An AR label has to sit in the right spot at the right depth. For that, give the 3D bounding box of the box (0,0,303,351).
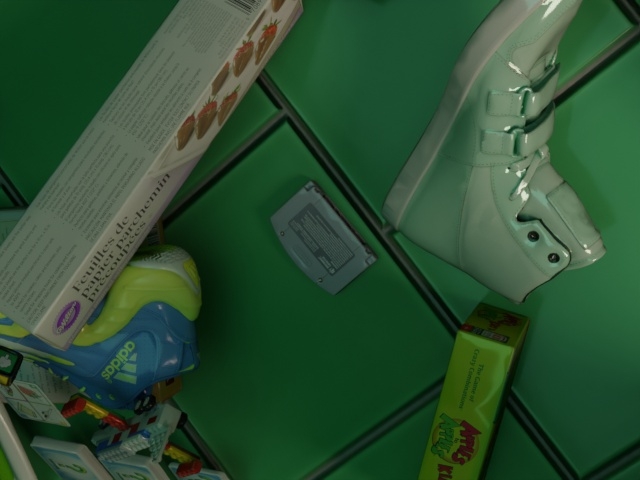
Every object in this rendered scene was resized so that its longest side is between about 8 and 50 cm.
[{"bbox_3d":[-0.129,-0.073,0.791,0.067,0.063,0.324,30,80,17],"label":"box"}]

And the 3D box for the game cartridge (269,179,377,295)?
[{"bbox_3d":[0.000,0.000,0.860,0.056,0.017,0.083,-40,85,17],"label":"game cartridge"}]

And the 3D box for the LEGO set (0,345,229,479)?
[{"bbox_3d":[-0.175,0.167,0.848,0.182,0.060,0.244,7,146,17],"label":"LEGO set"}]

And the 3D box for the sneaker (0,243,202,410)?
[{"bbox_3d":[-0.202,0.085,0.850,0.240,0.091,0.126,-12,96,18],"label":"sneaker"}]

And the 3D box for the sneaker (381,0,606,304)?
[{"bbox_3d":[0.154,-0.067,0.728,0.151,0.094,0.256,37,134,13],"label":"sneaker"}]

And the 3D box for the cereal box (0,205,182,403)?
[{"bbox_3d":[-0.246,0.055,0.935,0.240,0.047,0.173,-2,99,19],"label":"cereal box"}]

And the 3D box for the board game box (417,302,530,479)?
[{"bbox_3d":[0.109,0.147,0.807,0.043,0.092,0.181,16,104,14],"label":"board game box"}]

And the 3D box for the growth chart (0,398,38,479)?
[{"bbox_3d":[-0.361,0.210,0.990,0.237,0.021,0.172,-18,109,25],"label":"growth chart"}]
